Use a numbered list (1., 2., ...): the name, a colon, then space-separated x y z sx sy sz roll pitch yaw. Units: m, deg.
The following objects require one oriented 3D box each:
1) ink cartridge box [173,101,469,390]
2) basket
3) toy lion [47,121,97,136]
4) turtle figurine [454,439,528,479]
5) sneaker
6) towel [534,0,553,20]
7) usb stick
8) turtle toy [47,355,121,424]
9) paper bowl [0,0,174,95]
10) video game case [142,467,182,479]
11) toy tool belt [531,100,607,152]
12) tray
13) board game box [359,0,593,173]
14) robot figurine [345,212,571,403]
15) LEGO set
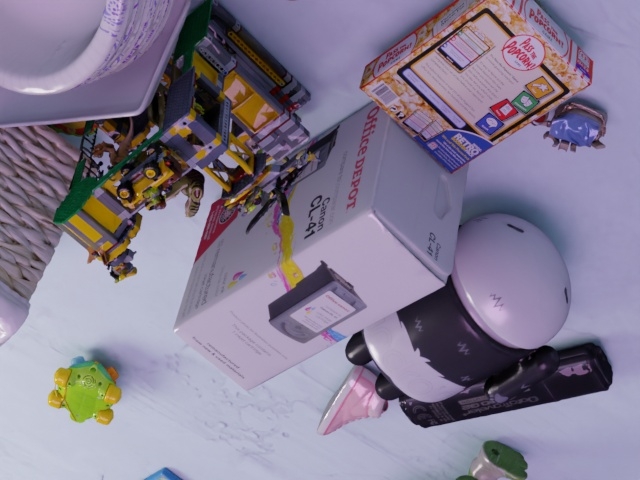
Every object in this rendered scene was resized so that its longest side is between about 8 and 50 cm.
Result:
1. ink cartridge box: 0.000 0.000 1.586 0.306 0.226 0.131 -32 119 34
2. basket: -0.491 -0.028 1.632 0.331 0.266 0.328 37 138 -19
3. toy lion: -0.304 -0.152 1.661 0.100 0.034 0.096 -29 127 33
4. turtle figurine: 0.206 0.423 1.943 0.197 0.275 0.266 -2 137 -31
5. sneaker: 0.047 0.225 1.895 0.070 0.051 0.134 28 128 -4
6. towel: 0.203 -0.197 1.492 0.110 0.027 0.148 -23 123 29
7. usb stick: 0.235 0.187 1.819 0.278 0.045 0.077 -16 133 26
8. turtle toy: -0.321 0.208 1.962 0.095 0.066 0.130 21 133 -5
9. paper bowl: -0.259 -0.295 1.398 0.284 0.148 0.284 13 116 27
10. video game case: -0.244 0.409 2.160 0.119 0.015 0.166 40 129 -21
11. toy tool belt: 0.264 -0.120 1.528 0.083 0.051 0.052 11 133 5
12. tray: -0.248 -0.177 1.500 0.270 0.145 0.030 -1 151 40
13. board game box: 0.160 -0.170 1.475 0.146 0.045 0.193 41 129 -22
14. robot figurine: 0.159 0.081 1.660 0.209 0.174 0.278 21 138 -38
15. LEGO set: -0.126 -0.082 1.508 0.255 0.331 0.192 -40 116 15
